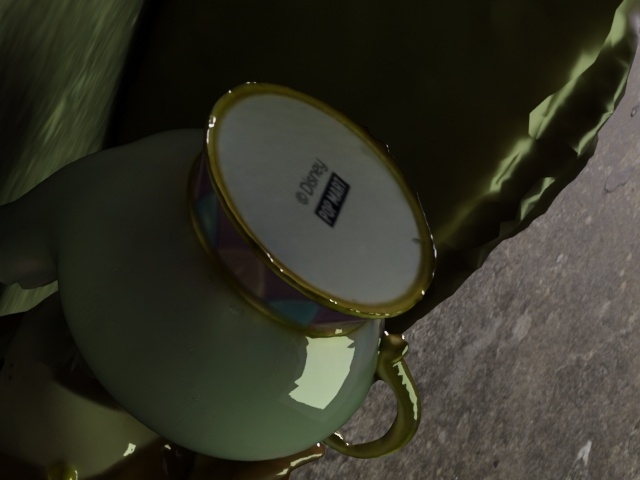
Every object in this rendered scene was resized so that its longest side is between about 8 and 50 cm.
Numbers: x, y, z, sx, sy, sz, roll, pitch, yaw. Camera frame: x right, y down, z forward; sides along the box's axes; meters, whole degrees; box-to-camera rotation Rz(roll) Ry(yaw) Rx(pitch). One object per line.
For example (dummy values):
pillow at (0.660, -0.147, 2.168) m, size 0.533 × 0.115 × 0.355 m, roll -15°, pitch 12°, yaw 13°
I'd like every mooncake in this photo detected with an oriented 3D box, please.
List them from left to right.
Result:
mooncake at (0.047, -0.116, 0.734) m, size 0.393 × 0.246 × 0.394 m, roll -57°, pitch 180°, yaw 37°

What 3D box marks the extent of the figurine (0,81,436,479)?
figurine at (-0.072, 0.058, 0.480) m, size 0.263 × 0.189 × 0.142 m, roll -45°, pitch -173°, yaw 36°
